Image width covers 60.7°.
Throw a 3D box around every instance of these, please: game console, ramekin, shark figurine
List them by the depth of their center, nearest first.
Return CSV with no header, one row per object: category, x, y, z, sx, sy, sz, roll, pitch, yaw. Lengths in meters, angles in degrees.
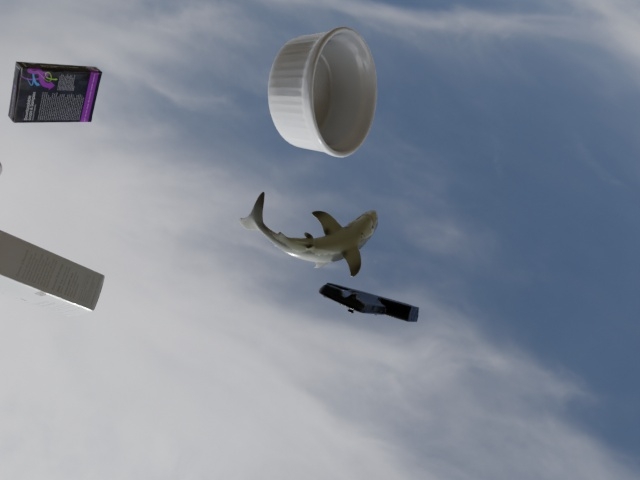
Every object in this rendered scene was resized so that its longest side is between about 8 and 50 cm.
shark figurine,-0.023,0.013,1.077,0.278,0.116,0.166,5,-121,-11
game console,0.085,0.134,1.209,0.213,0.361,0.044,14,-94,23
ramekin,0.004,-0.334,1.242,0.135,0.277,0.277,11,-133,33

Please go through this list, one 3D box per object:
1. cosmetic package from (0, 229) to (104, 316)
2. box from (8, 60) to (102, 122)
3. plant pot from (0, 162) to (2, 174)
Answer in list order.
cosmetic package,-0.555,0.069,1.059,0.231,0.117,0.086,32,-125,-40
box,-0.517,-0.287,1.070,0.029,0.116,0.162,41,-149,22
plant pot,-0.695,-0.169,0.906,0.275,0.275,0.243,-40,-81,-32
